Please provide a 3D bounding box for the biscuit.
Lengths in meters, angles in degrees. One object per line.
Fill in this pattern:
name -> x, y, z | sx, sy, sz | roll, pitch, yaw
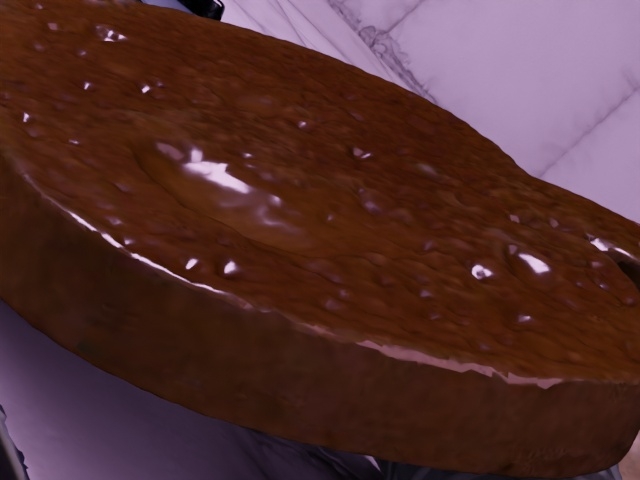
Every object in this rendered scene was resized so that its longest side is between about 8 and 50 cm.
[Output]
biscuit -> -0.001, -0.011, 0.617 | 0.314, 0.063, 0.367 | 14, 19, -20

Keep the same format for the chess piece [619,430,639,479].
chess piece -> 0.137, 0.133, 0.830 | 0.301, 0.137, 0.137 | 44, 11, -8

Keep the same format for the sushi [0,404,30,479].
sushi -> -0.144, 0.039, 0.150 | 0.343, 0.064, 0.359 | 36, 17, -52

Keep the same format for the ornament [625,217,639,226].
ornament -> 0.180, 0.087, 0.998 | 0.217, 0.221, 0.235 | -107, -166, -76

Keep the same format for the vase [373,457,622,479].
vase -> 0.077, 0.115, 0.607 | 0.143, 0.143, 0.299 | 46, 14, -9

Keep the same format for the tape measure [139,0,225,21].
tape measure -> -0.116, -0.193, 1.166 | 0.091, 0.054, 0.094 | 45, 4, -7
